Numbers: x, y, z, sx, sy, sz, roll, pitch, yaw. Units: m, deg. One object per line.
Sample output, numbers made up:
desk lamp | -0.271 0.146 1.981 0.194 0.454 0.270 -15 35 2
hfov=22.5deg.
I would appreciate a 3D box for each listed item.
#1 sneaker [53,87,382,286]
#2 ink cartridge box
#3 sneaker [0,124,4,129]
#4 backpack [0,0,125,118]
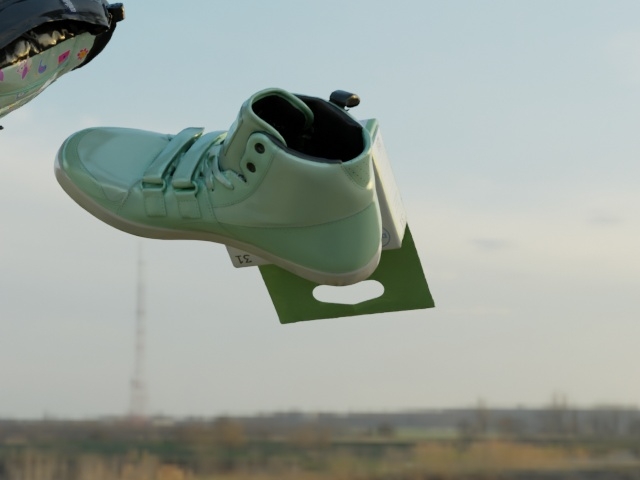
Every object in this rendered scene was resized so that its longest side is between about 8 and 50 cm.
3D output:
sneaker | -0.074 -0.068 1.145 0.256 0.094 0.151 16 -40 12
ink cartridge box | 0.000 0.000 1.523 0.171 0.235 0.056 -7 36 18
sneaker | -0.370 -0.140 1.752 0.069 0.098 0.038 23 -6 26
backpack | -0.254 -0.151 1.183 0.152 0.115 0.182 35 39 7
